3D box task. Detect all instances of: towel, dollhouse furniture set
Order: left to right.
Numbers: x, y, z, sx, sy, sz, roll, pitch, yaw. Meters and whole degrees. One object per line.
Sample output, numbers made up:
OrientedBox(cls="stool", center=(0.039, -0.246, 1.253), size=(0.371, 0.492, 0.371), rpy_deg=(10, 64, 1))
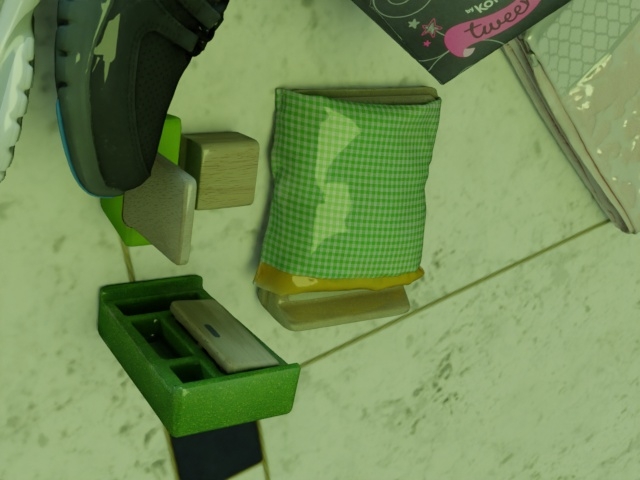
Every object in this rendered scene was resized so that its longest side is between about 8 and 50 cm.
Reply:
OrientedBox(cls="dollhouse furniture set", center=(0.000, 0.000, 0.847), size=(0.301, 0.151, 0.198), rpy_deg=(-7, 117, -33))
OrientedBox(cls="towel", center=(0.339, -0.210, 1.048), size=(0.332, 0.053, 0.317), rpy_deg=(-48, 132, -4))

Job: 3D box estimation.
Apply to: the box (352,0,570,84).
OrientedBox(cls="box", center=(0.125, -0.248, 0.743), size=(0.247, 0.142, 0.163), rpy_deg=(-31, 137, 26))

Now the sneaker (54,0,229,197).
OrientedBox(cls="sneaker", center=(-0.074, -0.184, 0.672), size=(0.139, 0.125, 0.341), rpy_deg=(12, 101, -10))

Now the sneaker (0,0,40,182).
OrientedBox(cls="sneaker", center=(-0.209, -0.173, 0.640), size=(0.115, 0.105, 0.281), rpy_deg=(10, 99, -20))
